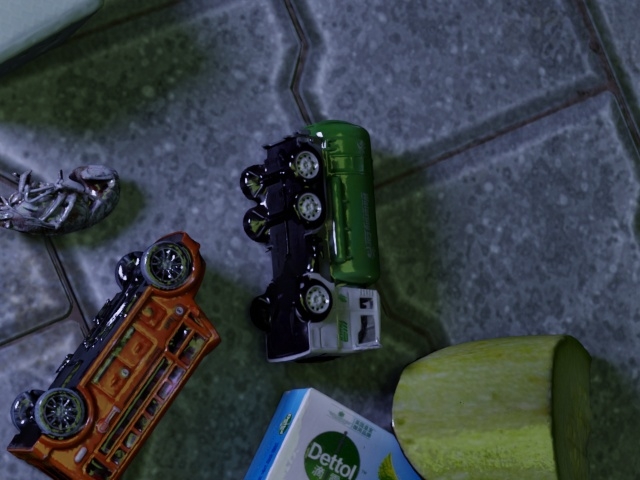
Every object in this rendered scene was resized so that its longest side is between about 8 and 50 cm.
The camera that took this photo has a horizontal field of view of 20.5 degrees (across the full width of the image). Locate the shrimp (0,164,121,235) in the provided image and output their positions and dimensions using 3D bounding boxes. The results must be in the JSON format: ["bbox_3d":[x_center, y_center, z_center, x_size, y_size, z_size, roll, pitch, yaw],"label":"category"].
[{"bbox_3d":[-0.264,-0.036,1.665,0.165,0.056,0.065,-5,100,-33],"label":"shrimp"}]

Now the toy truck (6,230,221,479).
[{"bbox_3d":[-0.180,0.114,1.650,0.114,0.107,0.253,40,71,-14],"label":"toy truck"}]

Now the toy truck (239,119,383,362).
[{"bbox_3d":[0.000,0.000,1.750,0.125,0.101,0.242,4,78,-34],"label":"toy truck"}]

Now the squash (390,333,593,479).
[{"bbox_3d":[0.179,0.182,1.795,0.204,0.155,0.237,57,31,-48],"label":"squash"}]

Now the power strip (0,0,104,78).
[{"bbox_3d":[-0.290,-0.238,1.638,0.224,0.140,0.139,-34,94,-23],"label":"power strip"}]

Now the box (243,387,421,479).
[{"bbox_3d":[0.028,0.250,1.736,0.194,0.073,0.139,31,72,-16],"label":"box"}]
